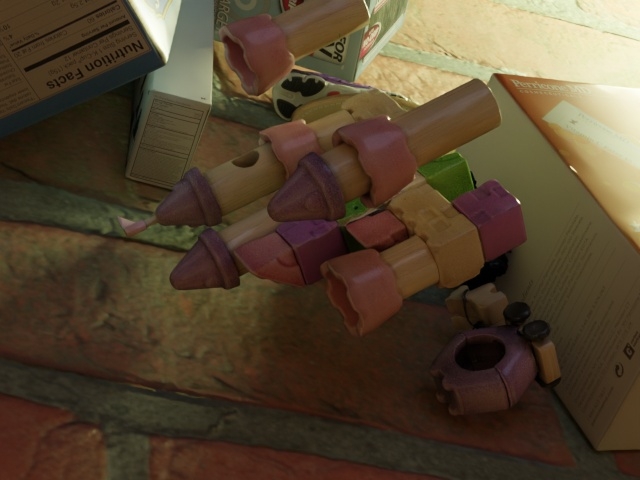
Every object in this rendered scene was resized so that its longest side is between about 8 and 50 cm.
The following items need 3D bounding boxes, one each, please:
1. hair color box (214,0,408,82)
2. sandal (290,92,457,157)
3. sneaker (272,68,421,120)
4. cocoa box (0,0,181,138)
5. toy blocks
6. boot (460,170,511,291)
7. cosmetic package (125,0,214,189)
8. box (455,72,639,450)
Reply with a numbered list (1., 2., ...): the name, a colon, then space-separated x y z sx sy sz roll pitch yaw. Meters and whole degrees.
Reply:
1. hair color box: -0.102 -0.295 1.810 0.374 0.113 0.185 18 30 12
2. sandal: 0.091 -0.083 1.697 0.240 0.088 0.079 6 59 -14
3. sneaker: 0.036 -0.142 1.766 0.170 0.068 0.071 21 25 -3
4. cocoa box: -0.266 -0.275 1.537 0.228 0.231 0.347 59 17 -28
5. toy blocks: 0.000 0.000 1.427 0.260 0.309 0.288 -28 37 -13
6. boot: 0.127 0.001 1.601 0.045 0.121 0.099 -12 74 -28
7. cosmetic package: -0.142 -0.154 1.634 0.060 0.099 0.239 16 31 -13
8. box: 0.285 0.015 1.586 0.215 0.168 0.345 3 36 -30
